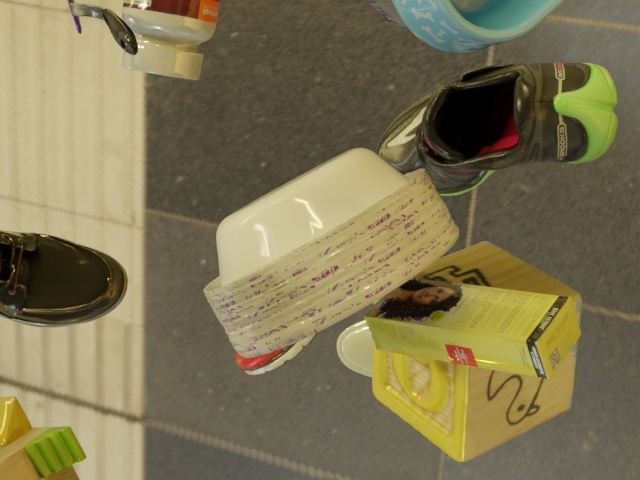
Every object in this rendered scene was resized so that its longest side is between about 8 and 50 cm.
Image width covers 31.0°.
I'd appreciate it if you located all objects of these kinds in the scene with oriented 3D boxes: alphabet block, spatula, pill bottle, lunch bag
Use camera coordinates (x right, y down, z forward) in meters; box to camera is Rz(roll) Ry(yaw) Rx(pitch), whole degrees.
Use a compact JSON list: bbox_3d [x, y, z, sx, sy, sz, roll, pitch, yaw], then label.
[{"bbox_3d":[0.200,0.139,1.509,0.193,0.197,0.192,31,132,47],"label":"alphabet block"},{"bbox_3d":[-0.279,-0.281,1.435,0.296,0.030,0.084,38,147,52],"label":"spatula"},{"bbox_3d":[-0.185,-0.320,1.459,0.121,0.121,0.221,13,99,20],"label":"pill bottle"},{"bbox_3d":[0.107,-0.302,1.402,0.067,0.098,0.065,19,82,35],"label":"lunch bag"}]

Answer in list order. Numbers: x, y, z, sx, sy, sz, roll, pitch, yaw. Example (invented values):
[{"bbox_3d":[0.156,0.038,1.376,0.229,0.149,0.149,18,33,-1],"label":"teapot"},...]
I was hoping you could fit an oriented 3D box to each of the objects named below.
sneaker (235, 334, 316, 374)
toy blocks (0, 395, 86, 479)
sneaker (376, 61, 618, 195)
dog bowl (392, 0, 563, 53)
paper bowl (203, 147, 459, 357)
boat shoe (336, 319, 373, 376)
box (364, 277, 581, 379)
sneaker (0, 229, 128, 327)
[{"bbox_3d":[-0.046,0.072,1.652,0.118,0.107,0.279,31,111,-24],"label":"sneaker"},{"bbox_3d":[-0.505,0.359,1.525,0.381,0.261,0.190,-12,108,47],"label":"toy blocks"},{"bbox_3d":[0.212,-0.175,1.679,0.483,0.202,0.185,-15,73,59],"label":"sneaker"},{"bbox_3d":[0.199,-0.301,1.084,0.297,0.074,0.166,-43,113,-7],"label":"dog bowl"},{"bbox_3d":[0.000,0.000,1.285,0.284,0.284,0.148,-26,94,30],"label":"paper bowl"},{"bbox_3d":[0.179,0.158,1.872,0.305,0.091,0.109,-9,97,22],"label":"boat shoe"},{"bbox_3d":[0.168,0.096,1.307,0.232,0.087,0.058,6,129,39],"label":"box"},{"bbox_3d":[-0.289,0.025,1.026,0.222,0.118,0.083,7,78,1],"label":"sneaker"}]
